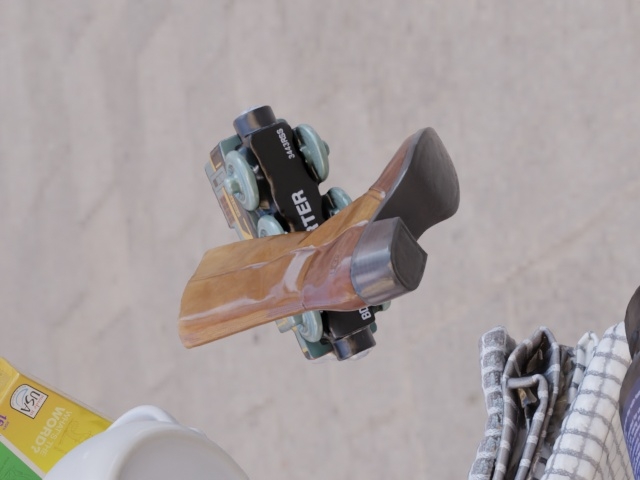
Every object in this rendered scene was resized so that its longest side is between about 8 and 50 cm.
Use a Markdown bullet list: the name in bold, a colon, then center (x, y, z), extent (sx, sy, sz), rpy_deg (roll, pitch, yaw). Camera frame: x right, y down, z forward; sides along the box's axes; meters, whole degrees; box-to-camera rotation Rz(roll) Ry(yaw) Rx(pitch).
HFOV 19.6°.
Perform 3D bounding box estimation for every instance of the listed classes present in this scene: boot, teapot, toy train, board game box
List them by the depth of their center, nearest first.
- **teapot**: center (-0.167, 0.277, 1.538), extent (0.187, 0.256, 0.252), rpy_deg (-26, 85, 34)
- **boot**: center (0.000, 0.000, 1.975), extent (0.280, 0.096, 0.264), rpy_deg (-16, 38, 32)
- **toy train**: center (-0.030, -0.002, 2.278), extent (0.334, 0.142, 0.190), rpy_deg (65, 161, 3)
- **board game box**: center (-0.325, 0.318, 2.282), extent (0.064, 0.316, 0.242), rpy_deg (27, 85, 54)

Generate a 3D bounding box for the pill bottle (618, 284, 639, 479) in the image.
- **pill bottle**: center (0.218, 0.110, 0.934), extent (0.219, 0.122, 0.123), rpy_deg (-95, 17, -48)

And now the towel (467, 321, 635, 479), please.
- **towel**: center (0.176, 0.220, 1.414), extent (0.235, 0.121, 0.284), rpy_deg (-68, -28, -27)
